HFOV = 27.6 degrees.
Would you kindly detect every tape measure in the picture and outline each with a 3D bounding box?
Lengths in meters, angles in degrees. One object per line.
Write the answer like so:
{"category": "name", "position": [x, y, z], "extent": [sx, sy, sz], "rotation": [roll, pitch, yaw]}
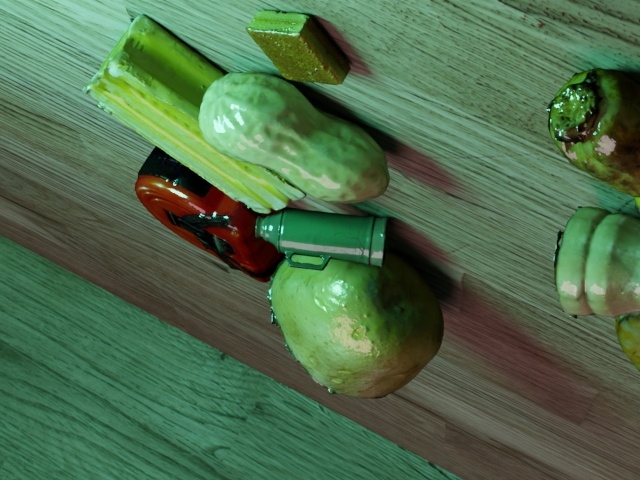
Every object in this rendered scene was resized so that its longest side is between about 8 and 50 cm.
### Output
{"category": "tape measure", "position": [-0.168, -0.052, 2.066], "extent": [0.260, 0.114, 0.253], "rotation": [25, 162, 17]}

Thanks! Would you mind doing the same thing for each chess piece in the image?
{"category": "chess piece", "position": [0.407, 0.036, 1.371], "extent": [0.301, 0.137, 0.137], "rotation": [6, 153, 31]}

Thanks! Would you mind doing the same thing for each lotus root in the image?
{"category": "lotus root", "position": [0.289, -0.089, 1.227], "extent": [0.190, 0.094, 0.108], "rotation": [33, -171, -40]}

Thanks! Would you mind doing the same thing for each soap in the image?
{"category": "soap", "position": [-0.157, -0.163, 1.767], "extent": [0.315, 0.091, 0.199], "rotation": [33, 164, -13]}

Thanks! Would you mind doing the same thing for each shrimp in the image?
{"category": "shrimp", "position": [0.471, 0.154, 1.688], "extent": [0.152, 0.063, 0.287], "rotation": [6, 151, 31]}

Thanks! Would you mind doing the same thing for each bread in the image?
{"category": "bread", "position": [-0.024, -0.217, 1.471], "extent": [0.090, 0.035, 0.094], "rotation": [14, 157, 43]}

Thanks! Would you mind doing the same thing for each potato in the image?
{"category": "potato", "position": [0.070, 0.108, 1.974], "extent": [0.285, 0.242, 0.242], "rotation": [50, 161, -5]}

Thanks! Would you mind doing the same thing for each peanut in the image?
{"category": "peanut", "position": [-0.031, -0.127, 1.614], "extent": [0.256, 0.123, 0.123], "rotation": [26, 163, 5]}

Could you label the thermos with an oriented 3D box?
{"category": "thermos", "position": [0.001, -0.004, 1.867], "extent": [0.187, 0.083, 0.073], "rotation": [7, -168, 6]}
